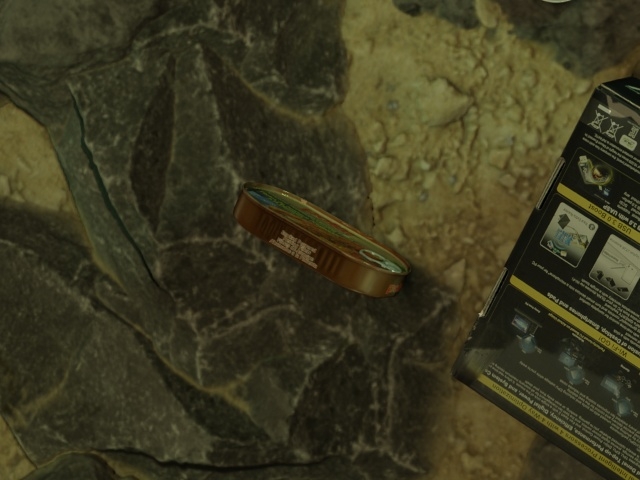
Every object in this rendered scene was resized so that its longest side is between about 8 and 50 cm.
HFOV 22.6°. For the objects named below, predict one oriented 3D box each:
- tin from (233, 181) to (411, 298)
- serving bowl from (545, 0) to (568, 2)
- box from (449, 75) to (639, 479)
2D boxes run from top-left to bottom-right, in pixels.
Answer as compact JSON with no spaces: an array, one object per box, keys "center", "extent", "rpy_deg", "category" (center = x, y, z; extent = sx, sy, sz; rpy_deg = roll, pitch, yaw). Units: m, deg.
[{"center":[0.000,0.000,1.571],"extent":[0.190,0.106,0.040],"rpy_deg":[30,109,20],"category":"tin"},{"center":[0.228,-0.265,1.516],"extent":[0.083,0.027,0.083],"rpy_deg":[0,91,23],"category":"serving bowl"},{"center":[0.348,0.089,1.395],"extent":[0.395,0.097,0.318],"rpy_deg":[33,114,20],"category":"box"}]
